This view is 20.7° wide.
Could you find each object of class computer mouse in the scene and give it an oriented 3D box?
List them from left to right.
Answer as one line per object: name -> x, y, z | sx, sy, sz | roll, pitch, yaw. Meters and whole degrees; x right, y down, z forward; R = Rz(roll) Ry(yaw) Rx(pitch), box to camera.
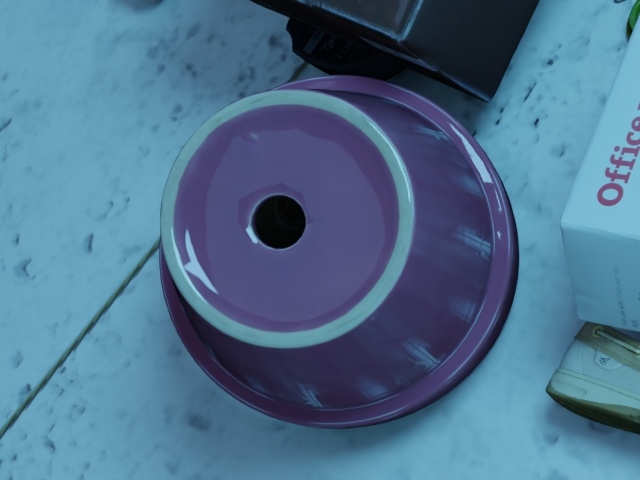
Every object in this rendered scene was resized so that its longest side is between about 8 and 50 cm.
computer mouse -> -0.012, -0.162, 1.162 | 0.071, 0.041, 0.242 | -54, 46, 1

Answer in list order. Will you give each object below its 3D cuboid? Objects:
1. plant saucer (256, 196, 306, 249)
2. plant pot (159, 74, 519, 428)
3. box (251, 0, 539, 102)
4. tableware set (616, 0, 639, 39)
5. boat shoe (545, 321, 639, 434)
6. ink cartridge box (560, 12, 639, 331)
plant saucer -> -0.003, -0.018, 1.074 | 0.198, 0.036, 0.198 | -13, 58, 22
plant pot -> 0.000, 0.000, 0.932 | 0.201, 0.180, 0.201 | -1, 83, 10
box -> 0.083, -0.295, 1.008 | 0.191, 0.143, 0.381 | 28, 91, 31
tableware set -> 0.232, -0.115, 1.005 | 0.104, 0.024, 0.154 | -24, 55, 15
boat shoe -> 0.197, 0.077, 0.895 | 0.170, 0.063, 0.059 | 15, 78, 34
ink cartridge box -> 0.244, -0.023, 0.871 | 0.212, 0.093, 0.154 | 10, 56, 26
